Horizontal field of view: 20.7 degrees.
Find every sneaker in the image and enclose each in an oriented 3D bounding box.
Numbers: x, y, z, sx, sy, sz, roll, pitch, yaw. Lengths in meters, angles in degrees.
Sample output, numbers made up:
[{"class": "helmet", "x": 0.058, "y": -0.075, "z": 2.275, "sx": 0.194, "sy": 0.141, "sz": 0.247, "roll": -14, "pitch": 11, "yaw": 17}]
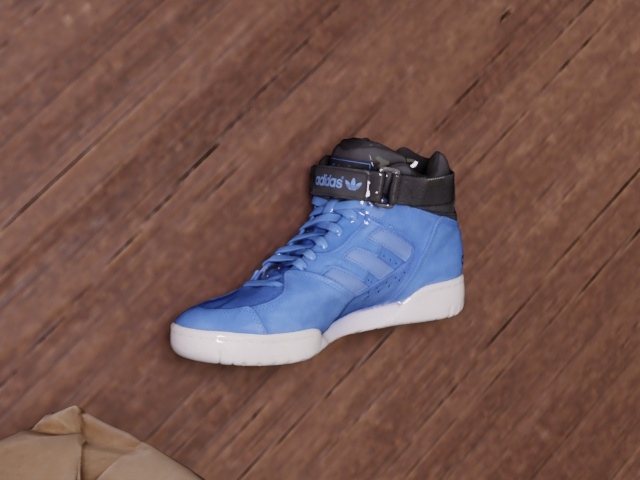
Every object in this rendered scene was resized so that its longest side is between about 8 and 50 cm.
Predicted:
[{"class": "sneaker", "x": -0.001, "y": 0.000, "z": 0.734, "sx": 0.152, "sy": 0.058, "sz": 0.084, "roll": -11, "pitch": 105, "yaw": -36}]

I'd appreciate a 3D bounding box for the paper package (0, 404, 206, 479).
[{"class": "paper package", "x": -0.137, "y": 0.266, "z": 0.519, "sx": 0.309, "sy": 0.168, "sz": 0.325, "roll": -23, "pitch": 124, "yaw": -43}]
